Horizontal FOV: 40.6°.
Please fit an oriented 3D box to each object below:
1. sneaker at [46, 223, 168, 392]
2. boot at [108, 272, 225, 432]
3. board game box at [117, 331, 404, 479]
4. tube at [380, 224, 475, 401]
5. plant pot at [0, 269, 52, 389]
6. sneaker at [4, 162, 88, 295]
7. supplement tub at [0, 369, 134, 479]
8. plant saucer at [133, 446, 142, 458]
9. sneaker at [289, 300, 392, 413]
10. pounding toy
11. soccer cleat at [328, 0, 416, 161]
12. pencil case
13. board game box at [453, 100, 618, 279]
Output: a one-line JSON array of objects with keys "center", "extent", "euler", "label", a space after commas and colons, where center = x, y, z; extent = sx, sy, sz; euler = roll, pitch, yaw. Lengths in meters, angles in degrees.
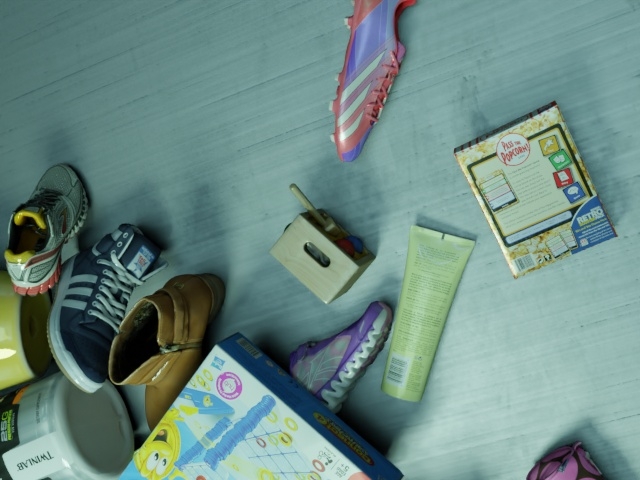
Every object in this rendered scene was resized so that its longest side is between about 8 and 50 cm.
[{"center": [-0.301, 0.081, 1.250], "extent": [0.153, 0.282, 0.099], "euler": [-32, 126, 10], "label": "sneaker"}, {"center": [-0.228, 0.185, 1.244], "extent": [0.109, 0.220, 0.283], "euler": [25, 102, 11], "label": "boot"}, {"center": [-0.099, 0.343, 1.206], "extent": [0.308, 0.086, 0.302], "euler": [39, 105, 11], "label": "board game box"}, {"center": [0.144, 0.105, 1.220], "extent": [0.062, 0.070, 0.240], "euler": [20, 98, 56], "label": "tube"}, {"center": [-0.552, 0.142, 1.333], "extent": [0.239, 0.254, 0.254], "euler": [-4, 95, 0], "label": "plant pot"}, {"center": [-0.410, -0.031, 1.296], "extent": [0.088, 0.093, 0.225], "euler": [1, 52, 3], "label": "sneaker"}, {"center": [-0.466, 0.334, 1.341], "extent": [0.316, 0.193, 0.194], "euler": [-25, 89, 17], "label": "supplement tub"}, {"center": [-0.228, 0.430, 1.335], "extent": [0.241, 0.037, 0.241], "euler": [-4, 75, 14], "label": "plant saucer"}, {"center": [0.011, 0.174, 1.247], "extent": [0.104, 0.095, 0.236], "euler": [39, 106, 16], "label": "sneaker"}, {"center": [0.000, 0.000, 1.207], "extent": [0.141, 0.130, 0.100], "euler": [42, 105, 8], "label": "pounding toy"}, {"center": [0.071, -0.229, 1.192], "extent": [0.095, 0.083, 0.248], "euler": [9, 96, 10], "label": "soccer cleat"}, {"center": [0.379, 0.376, 1.166], "extent": [0.098, 0.095, 0.209], "euler": [-41, 86, -5], "label": "pencil case"}, {"center": [0.283, -0.065, 1.144], "extent": [0.146, 0.045, 0.193], "euler": [-24, 102, 16], "label": "board game box"}]
